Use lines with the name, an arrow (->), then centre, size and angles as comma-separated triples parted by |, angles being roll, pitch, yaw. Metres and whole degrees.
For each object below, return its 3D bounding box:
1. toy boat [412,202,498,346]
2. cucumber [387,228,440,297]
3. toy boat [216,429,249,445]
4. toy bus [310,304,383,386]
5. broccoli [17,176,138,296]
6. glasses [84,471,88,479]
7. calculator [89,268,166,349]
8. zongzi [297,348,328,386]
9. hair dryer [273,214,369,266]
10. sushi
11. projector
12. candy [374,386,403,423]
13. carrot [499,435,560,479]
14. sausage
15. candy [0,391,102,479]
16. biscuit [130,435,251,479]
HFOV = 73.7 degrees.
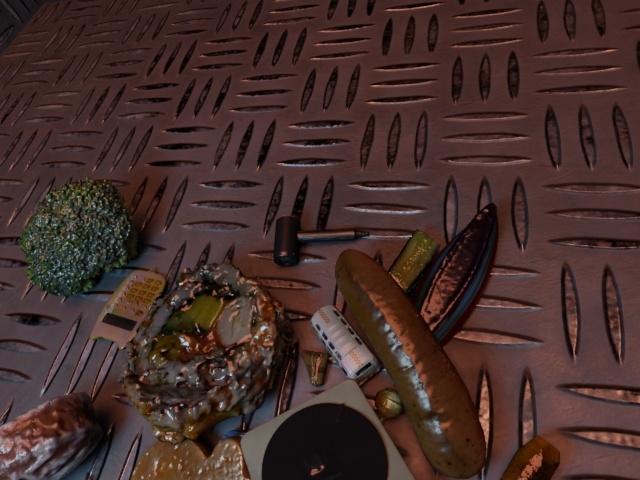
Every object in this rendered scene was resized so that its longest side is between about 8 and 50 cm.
toy boat -> 0.322, 0.066, 0.990 | 0.136, 0.079, 0.392 | 26, 72, 26
cucumber -> 0.207, 0.075, 1.027 | 0.078, 0.062, 0.211 | 32, 66, 17
toy boat -> -0.188, 0.477, 0.913 | 0.105, 0.034, 0.149 | 24, 82, 25
toy bus -> 0.049, 0.225, 0.957 | 0.087, 0.089, 0.194 | -35, 55, -7
broccoli -> -0.664, 0.004, 1.234 | 0.249, 0.302, 0.375 | 28, 98, 7
glasses -> -0.544, 0.570, 0.932 | 0.140, 0.062, 0.103 | 22, 66, 25
calculator -> -0.521, 0.182, 1.183 | 0.157, 0.033, 0.236 | 11, 61, 23
zongzi -> -0.027, 0.289, 0.973 | 0.083, 0.040, 0.076 | 1, 66, 30
hair dryer -> 0.000, 0.000, 1.129 | 0.256, 0.070, 0.128 | -2, 60, 10
sushi -> -0.265, 0.230, 0.978 | 0.418, 0.175, 0.417 | -11, 48, 12
projector -> 0.012, 0.424, 0.788 | 0.259, 0.079, 0.257 | -25, 43, -12
candy -> 0.105, 0.396, 0.867 | 0.061, 0.061, 0.202 | 25, 77, 27
carrot -> 0.314, 0.484, 0.744 | 0.066, 0.066, 0.314 | 33, 76, 30
sausage -> 0.171, 0.215, 0.862 | 0.123, 0.136, 0.500 | -11, 61, -36
candy -> -0.623, 0.466, 0.927 | 0.289, 0.214, 0.157 | -38, 63, -8
biscuit -> -0.237, 0.534, 0.863 | 0.355, 0.052, 0.275 | 6, 70, 24
